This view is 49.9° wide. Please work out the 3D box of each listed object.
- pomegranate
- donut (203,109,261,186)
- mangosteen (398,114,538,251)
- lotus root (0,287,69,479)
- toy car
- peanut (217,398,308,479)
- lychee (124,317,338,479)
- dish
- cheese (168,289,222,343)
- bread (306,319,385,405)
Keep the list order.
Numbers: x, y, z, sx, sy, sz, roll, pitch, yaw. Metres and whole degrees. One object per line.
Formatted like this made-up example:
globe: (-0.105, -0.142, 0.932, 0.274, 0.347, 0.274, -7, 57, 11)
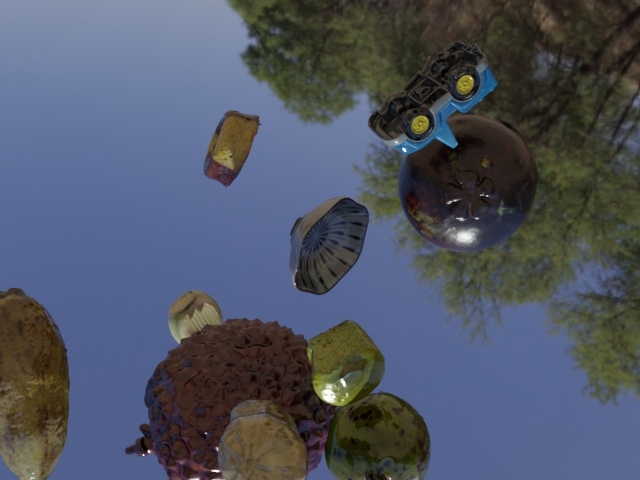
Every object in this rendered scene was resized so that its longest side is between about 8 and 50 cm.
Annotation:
pomegranate: (0.095, 0.372, 1.275, 0.198, 0.198, 0.246, -3, -176, -23)
donut: (-0.153, -0.157, 1.158, 0.059, 0.140, 0.140, 20, -161, -18)
mangosteen: (0.259, -0.110, 1.186, 0.231, 0.231, 0.289, 15, -153, 16)
lotus root: (-0.384, 0.190, 0.909, 0.097, 0.258, 0.110, -2, -171, 35)
toy car: (0.171, -0.196, 1.002, 0.100, 0.191, 0.097, 46, -174, -35)
peanut: (-0.090, 0.313, 1.037, 0.130, 0.130, 0.290, 5, 176, -6)
lychee: (-0.199, 0.393, 1.537, 0.500, 0.424, 0.424, -24, -151, -4)
dish: (0.000, 0.000, 1.191, 0.066, 0.190, 0.191, 31, -148, 32)
cheese: (-0.296, 0.233, 1.743, 0.137, 0.227, 0.064, -41, -146, -24)
bread: (0.042, 0.213, 1.187, 0.129, 0.111, 0.114, -24, -147, -3)
